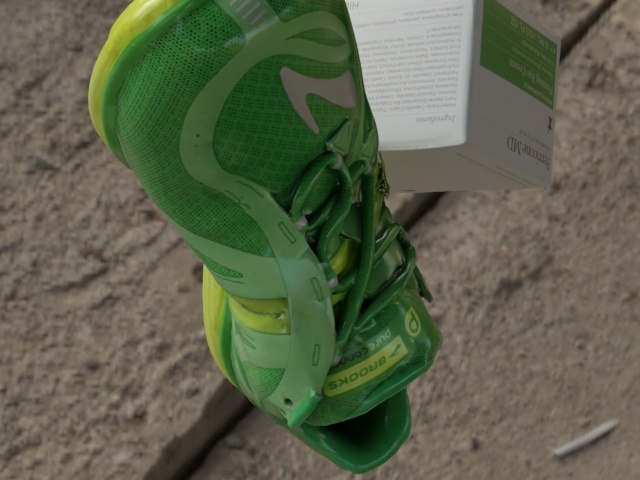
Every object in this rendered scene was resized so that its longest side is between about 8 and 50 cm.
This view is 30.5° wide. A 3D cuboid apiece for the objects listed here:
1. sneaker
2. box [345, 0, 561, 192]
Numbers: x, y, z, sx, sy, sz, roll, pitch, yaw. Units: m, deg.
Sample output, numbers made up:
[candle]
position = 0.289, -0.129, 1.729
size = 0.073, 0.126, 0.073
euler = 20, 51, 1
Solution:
[sneaker]
position = 0.000, 0.000, 0.470
size = 0.109, 0.295, 0.123
euler = -37, 58, -14
[box]
position = 0.058, -0.077, 0.611
size = 0.102, 0.087, 0.101
euler = 0, -9, 35
